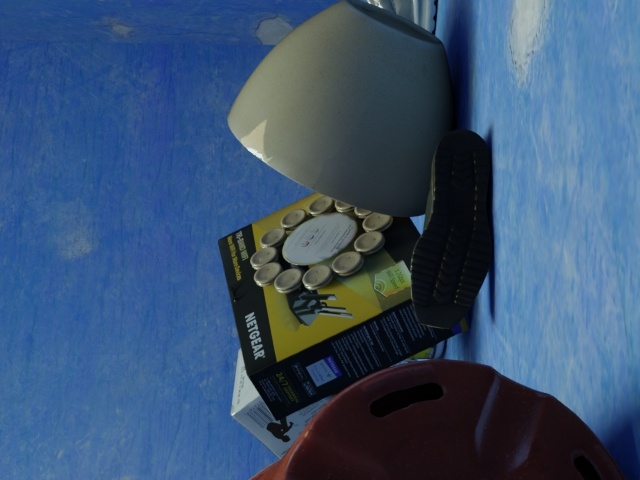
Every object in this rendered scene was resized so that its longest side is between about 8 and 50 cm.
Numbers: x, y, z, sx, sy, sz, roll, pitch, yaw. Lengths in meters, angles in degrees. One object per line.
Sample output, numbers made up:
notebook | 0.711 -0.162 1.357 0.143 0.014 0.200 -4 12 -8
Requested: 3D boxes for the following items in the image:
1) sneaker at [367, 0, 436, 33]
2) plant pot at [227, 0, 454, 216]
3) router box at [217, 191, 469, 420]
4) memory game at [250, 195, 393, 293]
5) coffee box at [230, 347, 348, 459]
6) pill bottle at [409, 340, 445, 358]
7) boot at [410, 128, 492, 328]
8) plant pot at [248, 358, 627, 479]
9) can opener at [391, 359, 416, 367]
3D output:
sneaker | 0.105 -0.258 1.317 0.105 0.115 0.281 -92 2 -67
plant pot | 0.053 -0.183 1.078 0.284 0.284 0.191 -91 25 -65
router box | 0.012 0.048 1.075 0.081 0.243 0.309 63 -179 -32
memory game | 0.000 0.000 1.063 0.186 0.186 0.012 -91 -21 -56
coffee box | 0.020 0.260 1.240 0.297 0.119 0.168 46 -164 -20
pill bottle | 0.070 0.106 1.164 0.103 0.184 0.103 -179 90 -90
boot | 0.138 -0.003 0.918 0.137 0.077 0.198 68 -145 -81
plant pot | 0.053 0.217 0.549 0.265 0.272 0.272 106 166 -57
can opener | 0.119 0.140 1.473 0.093 0.074 0.280 91 180 -66
